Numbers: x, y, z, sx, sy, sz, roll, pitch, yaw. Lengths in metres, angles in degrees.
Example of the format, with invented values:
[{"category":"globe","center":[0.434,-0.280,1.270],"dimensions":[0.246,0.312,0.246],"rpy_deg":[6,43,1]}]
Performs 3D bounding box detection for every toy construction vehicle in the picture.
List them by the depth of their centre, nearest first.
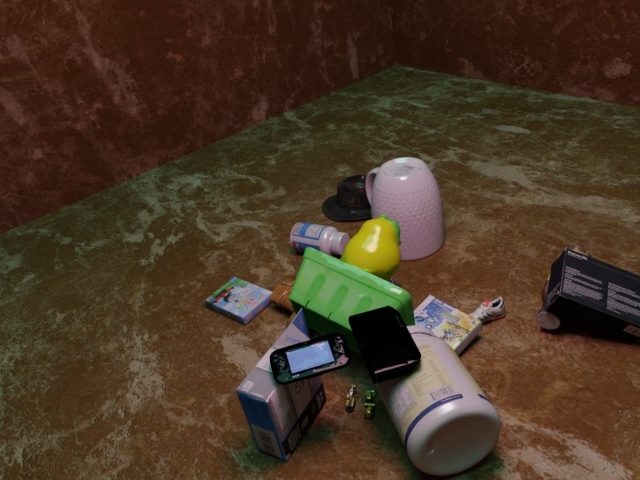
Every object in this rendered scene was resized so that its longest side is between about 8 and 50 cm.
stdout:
[{"category":"toy construction vehicle","center":[0.115,0.450,1.577],"dimensions":[0.086,0.035,0.098],"rpy_deg":[0,34,18]}]

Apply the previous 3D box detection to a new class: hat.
[{"category":"hat","center":[0.162,-0.212,2.492],"dimensions":[0.331,0.134,0.331],"rpy_deg":[-8,34,5]}]

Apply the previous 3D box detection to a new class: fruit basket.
[{"category":"fruit basket","center":[0.128,0.120,1.690],"dimensions":[0.392,0.283,0.392],"rpy_deg":[-6,54,9]}]

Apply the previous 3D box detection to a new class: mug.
[{"category":"mug","center":[0.300,-0.152,2.172],"dimensions":[0.276,0.328,0.374],"rpy_deg":[-27,35,-22]}]

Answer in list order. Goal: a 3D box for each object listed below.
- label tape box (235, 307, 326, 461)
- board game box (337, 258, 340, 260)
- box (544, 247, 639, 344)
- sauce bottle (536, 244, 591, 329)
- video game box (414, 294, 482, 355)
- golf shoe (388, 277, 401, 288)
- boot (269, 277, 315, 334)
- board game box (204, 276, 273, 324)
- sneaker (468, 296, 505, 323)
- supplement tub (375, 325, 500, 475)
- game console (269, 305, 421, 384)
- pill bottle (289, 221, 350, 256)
[{"category":"label tape box","center":[-0.070,0.386,1.543],"dimensions":[0.106,0.241,0.334],"rpy_deg":[9,38,30]},{"category":"board game box","center":[0.090,0.122,2.090],"dimensions":[0.201,0.035,0.136],"rpy_deg":[-2,34,15]},{"category":"box","center":[0.807,0.159,1.629],"dimensions":[0.261,0.103,0.184],"rpy_deg":[22,56,7]},{"category":"sauce bottle","center":[0.766,0.148,1.767],"dimensions":[0.111,0.111,0.344],"rpy_deg":[11,40,31]},{"category":"video game box","center":[0.358,0.278,1.727],"dimensions":[0.187,0.048,0.205],"rpy_deg":[-43,42,-19]},{"category":"golf shoe","center":[0.189,0.167,1.955],"dimensions":[0.186,0.086,0.067],"rpy_deg":[1,63,-18]},{"category":"boot","center":[-0.094,0.218,1.930],"dimensions":[0.220,0.109,0.283],"rpy_deg":[12,37,30]},{"category":"board game box","center":[-0.297,0.218,2.064],"dimensions":[0.211,0.039,0.160],"rpy_deg":[17,42,36]},{"category":"sneaker","center":[0.507,0.223,1.764],"dimensions":[0.161,0.075,0.057],"rpy_deg":[-17,33,-9]},{"category":"supplement tub","center":[0.278,0.393,1.426],"dimensions":[0.235,0.235,0.325],"rpy_deg":[-16,33,-7]},{"category":"game console","center":[0.055,0.284,1.406],"dimensions":[0.361,0.044,0.213],"rpy_deg":[-15,36,-6]},{"category":"pill bottle","center":[0.000,0.000,2.226],"dimensions":[0.221,0.124,0.124],"rpy_deg":[11,39,30]}]
